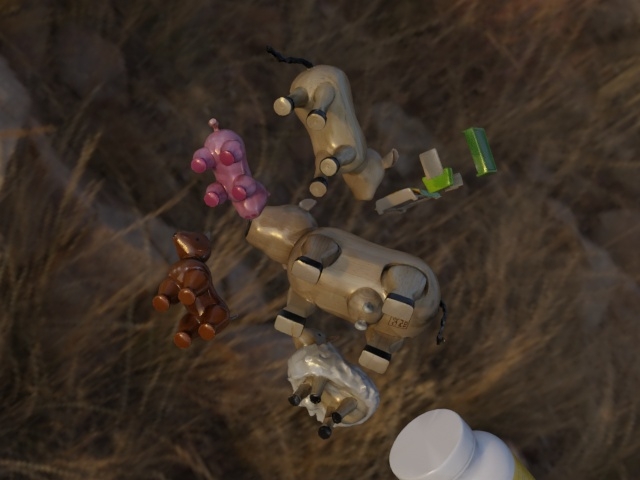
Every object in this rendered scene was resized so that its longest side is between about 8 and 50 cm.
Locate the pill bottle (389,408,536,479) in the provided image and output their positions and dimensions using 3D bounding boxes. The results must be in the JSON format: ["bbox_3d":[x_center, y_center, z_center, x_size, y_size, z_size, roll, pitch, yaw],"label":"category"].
[{"bbox_3d":[0.141,0.232,1.120,0.184,0.103,0.103,50,34,-28],"label":"pill bottle"}]

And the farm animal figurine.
[{"bbox_3d":[0.000,0.000,1.346,0.326,0.330,0.172,38,29,-3],"label":"farm animal figurine"}]

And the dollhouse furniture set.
[{"bbox_3d":[0.133,-0.083,1.549,0.076,0.151,0.059,-6,76,-60],"label":"dollhouse furniture set"}]
